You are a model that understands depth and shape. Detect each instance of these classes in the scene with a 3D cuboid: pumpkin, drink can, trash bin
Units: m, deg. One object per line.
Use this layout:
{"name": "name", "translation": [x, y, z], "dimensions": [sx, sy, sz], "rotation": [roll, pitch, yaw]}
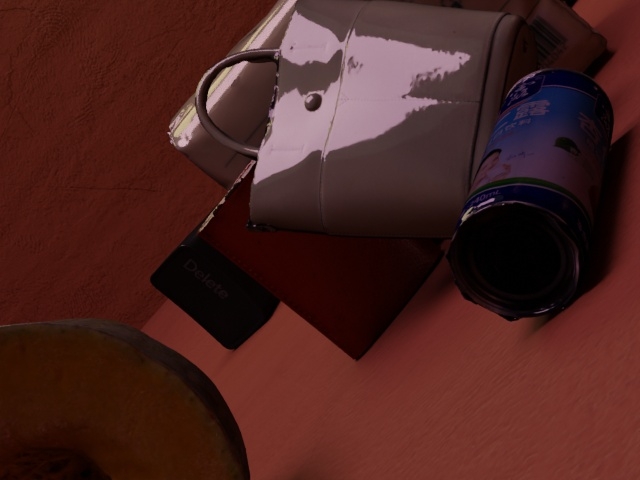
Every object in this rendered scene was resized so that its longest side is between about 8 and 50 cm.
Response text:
{"name": "pumpkin", "translation": [-0.216, 0.224, 1.081], "dimensions": [0.332, 0.332, 0.199], "rotation": [-50, 2, 1]}
{"name": "drink can", "translation": [0.163, -0.042, 0.963], "dimensions": [0.097, 0.097, 0.235], "rotation": [-44, 9, 34]}
{"name": "trash bin", "translation": [-0.121, 0.023, 1.942], "dimensions": [0.115, 0.165, 0.225], "rotation": [-43, 8, 42]}

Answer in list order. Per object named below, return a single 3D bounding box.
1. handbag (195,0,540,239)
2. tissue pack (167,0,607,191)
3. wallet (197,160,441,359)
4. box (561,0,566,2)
{"name": "handbag", "translation": [0.035, -0.113, 1.182], "dimensions": [0.109, 0.316, 0.241], "rotation": [37, -118, -60]}
{"name": "tissue pack", "translation": [0.065, -0.169, 1.354], "dimensions": [0.380, 0.297, 0.207], "rotation": [-47, 9, 12]}
{"name": "wallet", "translation": [0.000, 0.000, 1.249], "dimensions": [0.142, 0.204, 0.045], "rotation": [-52, 11, -7]}
{"name": "box", "translation": [0.253, -0.294, 1.755], "dimensions": [0.180, 0.047, 0.325], "rotation": [-53, 9, -6]}
